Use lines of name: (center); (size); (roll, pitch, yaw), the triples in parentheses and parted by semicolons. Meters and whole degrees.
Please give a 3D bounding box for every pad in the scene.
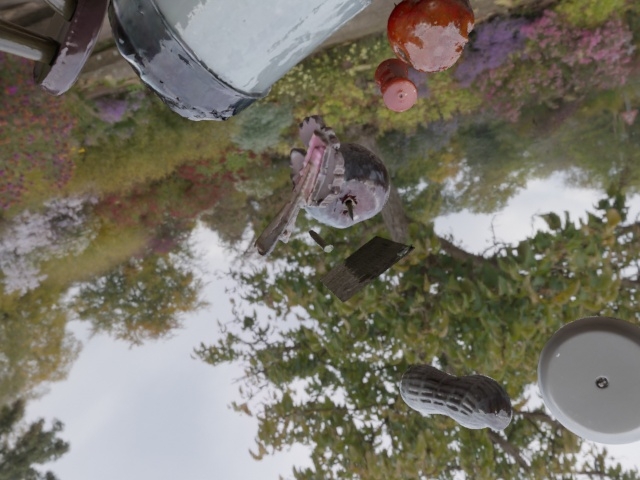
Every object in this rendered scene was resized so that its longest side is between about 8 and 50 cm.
pad: (0.078, 0.046, 1.054); (0.159, 0.009, 0.265); (-38, -171, -5)

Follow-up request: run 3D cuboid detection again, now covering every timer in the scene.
timer: (0.622, 0.294, 1.188); (0.284, 0.286, 0.285); (-16, -166, 4)

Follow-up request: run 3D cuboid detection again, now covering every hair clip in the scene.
hair clip: (-0.041, -0.095, 1.082); (0.069, 0.301, 0.173); (4, -144, -43)

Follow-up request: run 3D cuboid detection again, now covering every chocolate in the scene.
chocolate: (0.185, 0.215, 0.757); (0.166, 0.072, 0.072); (3, -157, 43)

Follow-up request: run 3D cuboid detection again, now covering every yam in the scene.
yam: (0.000, 0.000, 1.638); (0.033, 0.027, 0.129); (-18, -151, -16)

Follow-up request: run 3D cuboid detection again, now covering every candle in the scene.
candle: (-0.068, -0.304, 0.626); (0.342, 0.221, 0.221); (-31, -173, 24)

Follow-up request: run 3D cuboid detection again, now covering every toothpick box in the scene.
toothpick box: (0.100, -0.207, 0.725); (0.047, 0.047, 0.083); (-15, -145, 7)

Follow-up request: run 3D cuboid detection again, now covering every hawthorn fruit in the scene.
hawthorn fruit: (0.110, -0.221, 0.563); (0.093, 0.093, 0.093); (-16, -166, 4)

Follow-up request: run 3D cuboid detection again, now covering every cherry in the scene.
cherry: (0.062, -0.156, 1.513); (0.254, 0.218, 0.296); (-15, -145, -1)

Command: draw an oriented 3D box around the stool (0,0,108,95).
stool: (-0.587, -0.464, 1.154); (0.272, 0.272, 0.178); (-2, 161, 46)
